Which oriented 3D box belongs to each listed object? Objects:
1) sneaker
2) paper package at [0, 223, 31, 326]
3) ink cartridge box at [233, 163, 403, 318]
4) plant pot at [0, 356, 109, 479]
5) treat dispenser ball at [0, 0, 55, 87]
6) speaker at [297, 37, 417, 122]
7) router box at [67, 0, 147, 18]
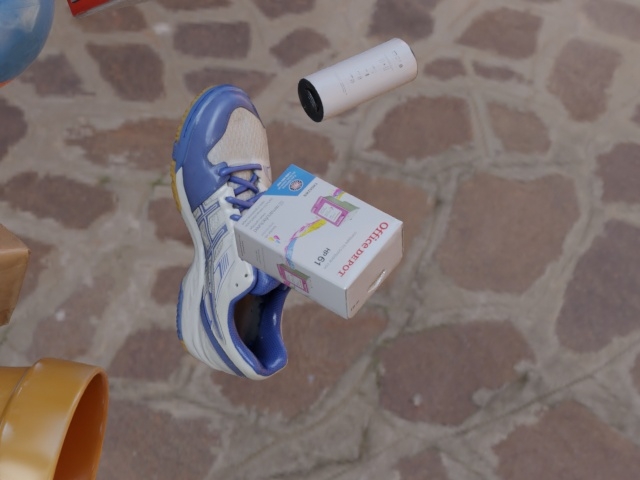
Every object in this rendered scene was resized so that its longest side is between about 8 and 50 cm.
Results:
[{"bbox_3d":[-0.070,-0.005,1.145,0.112,0.296,0.131,-16,23,-37],"label":"sneaker"},{"bbox_3d":[-0.679,0.015,1.788,0.309,0.168,0.325,36,23,24],"label":"paper package"},{"bbox_3d":[0.000,0.000,1.005,0.122,0.052,0.088,29,60,21],"label":"ink cartridge box"},{"bbox_3d":[-0.312,0.195,1.041,0.188,0.205,0.205,12,43,2],"label":"plant pot"},{"bbox_3d":[-0.515,-0.339,1.593,0.288,0.288,0.288,6,43,-6],"label":"treat dispenser ball"},{"bbox_3d":[0.042,-0.183,1.317,0.136,0.055,0.055,-27,54,-24],"label":"speaker"},{"bbox_3d":[-0.145,-0.395,1.110,0.082,0.301,0.335,-10,13,40],"label":"router box"}]
